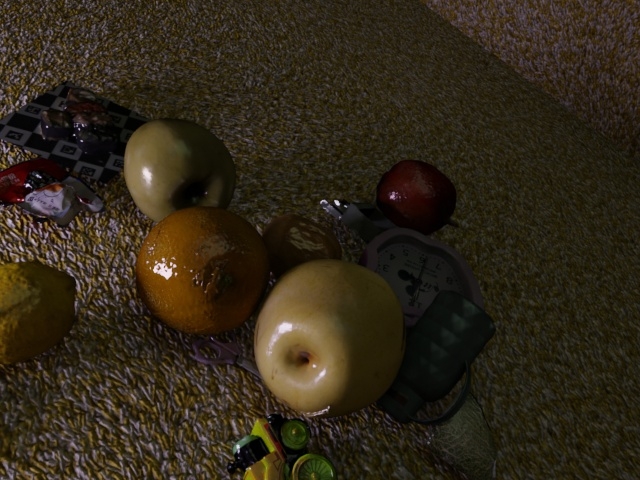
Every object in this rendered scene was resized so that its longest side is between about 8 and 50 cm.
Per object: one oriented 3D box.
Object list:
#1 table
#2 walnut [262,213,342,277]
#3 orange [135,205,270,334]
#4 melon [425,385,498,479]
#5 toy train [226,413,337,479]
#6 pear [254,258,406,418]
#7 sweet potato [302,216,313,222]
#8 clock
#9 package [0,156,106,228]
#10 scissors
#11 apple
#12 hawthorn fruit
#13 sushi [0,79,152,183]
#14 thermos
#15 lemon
[{"bbox_3d":[0.103,-0.068,1.551,0.175,0.062,0.146,42,19,16],"label":"table"},{"bbox_3d":[-0.047,0.027,1.364,0.197,0.165,0.165,20,43,-5],"label":"walnut"},{"bbox_3d":[-0.231,0.061,1.164,0.274,0.274,0.274,13,44,-13],"label":"orange"},{"bbox_3d":[0.275,0.412,1.189,0.139,0.093,0.203,-5,64,-21],"label":"melon"},{"bbox_3d":[-0.046,0.441,0.999,0.160,0.101,0.296,-16,56,-34],"label":"toy train"},{"bbox_3d":[0.015,0.188,1.126,0.309,0.309,0.309,13,44,-13],"label":"pear"},{"bbox_3d":[0.001,-0.001,1.488,0.053,0.054,0.182,-4,47,-40],"label":"sweet potato"},{"bbox_3d":[0.236,0.127,1.436,0.338,0.102,0.339,12,45,-13],"label":"clock"},{"bbox_3d":[-0.614,-0.106,1.303,0.269,0.071,0.194,24,28,27],"label":"package"},{"bbox_3d":[-0.159,0.250,1.191,0.212,0.021,0.110,31,40,7],"label":"scissors"},{"bbox_3d":[-0.331,-0.157,1.356,0.262,0.262,0.263,13,44,-13],"label":"apple"},{"bbox_3d":[0.276,-0.108,1.613,0.249,0.215,0.215,44,46,14],"label":"hawthorn fruit"},{"bbox_3d":[-0.605,-0.313,1.485,0.319,0.069,0.339,25,38,-1],"label":"sushi"},{"bbox_3d":[0.243,0.258,1.211,0.182,0.145,0.287,29,77,43],"label":"thermos"},{"bbox_3d":[-0.537,0.128,1.030,0.180,0.181,0.193,27,42,2],"label":"lemon"}]
